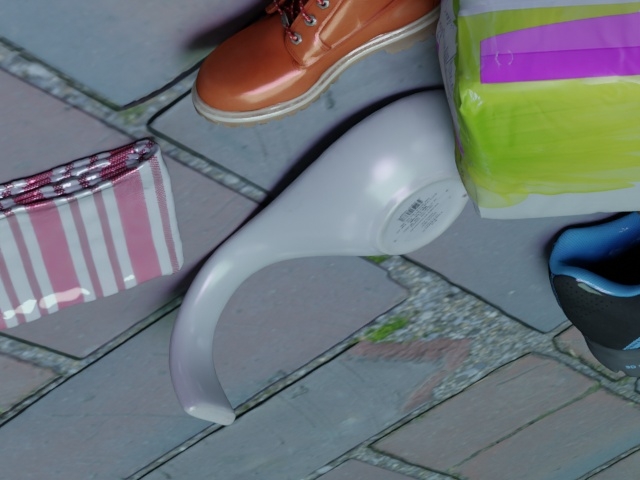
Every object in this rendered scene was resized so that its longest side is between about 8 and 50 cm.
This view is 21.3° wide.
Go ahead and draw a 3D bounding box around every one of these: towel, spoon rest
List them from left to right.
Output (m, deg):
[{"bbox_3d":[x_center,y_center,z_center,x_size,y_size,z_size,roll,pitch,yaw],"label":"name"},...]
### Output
[{"bbox_3d":[-0.180,0.014,1.040,0.197,0.029,0.144,-19,153,-8],"label":"towel"},{"bbox_3d":[0.000,0.000,1.121,0.276,0.084,0.137,-44,149,10],"label":"spoon rest"}]

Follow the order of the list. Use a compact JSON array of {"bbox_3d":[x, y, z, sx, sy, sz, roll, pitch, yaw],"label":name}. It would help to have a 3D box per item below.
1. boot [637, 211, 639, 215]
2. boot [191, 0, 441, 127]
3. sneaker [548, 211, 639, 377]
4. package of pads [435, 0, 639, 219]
[{"bbox_3d":[0.337,-0.021,1.141,0.207,0.248,0.090,-21,140,-9],"label":"boot"},{"bbox_3d":[-0.006,-0.123,0.909,0.158,0.059,0.084,-31,149,-3],"label":"boot"},{"bbox_3d":[0.336,0.007,1.272,0.341,0.125,0.139,-22,139,23],"label":"sneaker"},{"bbox_3d":[0.181,-0.084,0.928,0.229,0.101,0.296,-3,168,8],"label":"package of pads"}]
